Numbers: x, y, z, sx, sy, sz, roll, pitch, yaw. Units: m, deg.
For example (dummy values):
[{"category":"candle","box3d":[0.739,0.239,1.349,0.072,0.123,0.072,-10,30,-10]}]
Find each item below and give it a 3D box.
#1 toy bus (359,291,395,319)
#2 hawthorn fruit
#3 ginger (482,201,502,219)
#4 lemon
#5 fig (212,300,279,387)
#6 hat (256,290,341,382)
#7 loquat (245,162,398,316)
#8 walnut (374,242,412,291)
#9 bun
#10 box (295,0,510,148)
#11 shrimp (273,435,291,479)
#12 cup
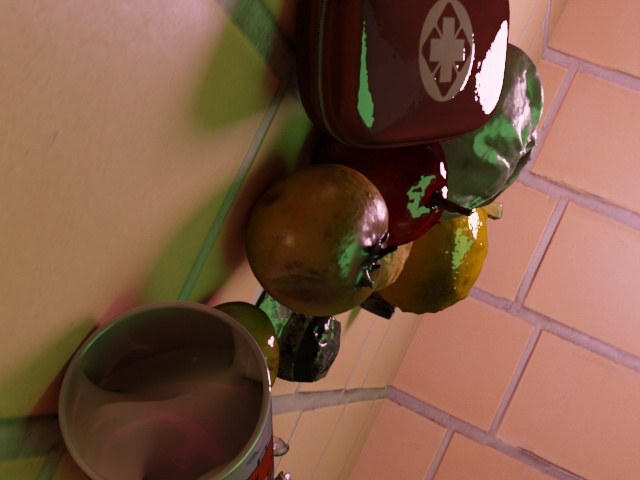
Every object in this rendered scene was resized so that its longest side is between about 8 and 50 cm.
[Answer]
[{"category":"toy bus","box3d":[0.171,0.086,2.090,0.108,0.096,0.198,-49,160,-57]},{"category":"hawthorn fruit","box3d":[0.109,-0.085,1.315,0.210,0.266,0.230,-35,146,-36]},{"category":"ginger","box3d":[0.420,-0.227,2.251,0.358,0.211,0.413,-54,161,-44]},{"category":"lemon","box3d":[0.222,-0.004,1.824,0.285,0.286,0.315,-14,101,-71]},{"category":"fig","box3d":[-0.115,0.154,1.170,0.121,0.136,0.152,-19,112,-18]},{"category":"hat","box3d":[-0.036,0.171,1.467,0.265,0.129,0.265,21,90,-76]},{"category":"loquat","box3d":[-0.002,0.005,1.172,0.213,0.213,0.213,-57,163,-29]},{"category":"walnut","box3d":[0.090,-0.001,1.580,0.159,0.159,0.206,-49,158,-47]},{"category":"bun","box3d":[0.274,-0.181,1.528,0.354,0.194,0.354,-43,162,-18]},{"category":"box","box3d":[0.124,-0.256,1.137,0.404,0.108,0.263,-15,111,-49]},{"category":"shrimp","box3d":[-0.126,0.519,1.803,0.360,0.085,0.246,8,99,-71]},{"category":"cup","box3d":[-0.159,0.234,0.990,0.212,0.212,0.317,-58,165,-28]}]
